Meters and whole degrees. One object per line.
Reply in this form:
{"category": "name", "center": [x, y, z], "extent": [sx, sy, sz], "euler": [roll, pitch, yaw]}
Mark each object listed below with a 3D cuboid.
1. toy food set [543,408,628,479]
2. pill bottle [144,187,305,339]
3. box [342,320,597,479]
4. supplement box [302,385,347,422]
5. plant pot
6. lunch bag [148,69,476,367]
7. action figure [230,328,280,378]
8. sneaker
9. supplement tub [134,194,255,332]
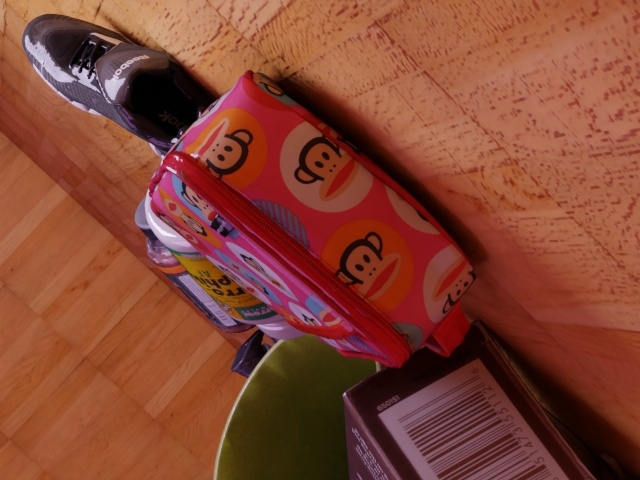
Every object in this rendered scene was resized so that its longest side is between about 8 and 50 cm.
{"category": "toy food set", "center": [0.202, 0.188, 1.365], "extent": [0.192, 0.038, 0.132], "euler": [34, 168, 43]}
{"category": "pill bottle", "center": [-0.067, 0.007, 1.411], "extent": [0.117, 0.117, 0.208], "euler": [35, 168, 39]}
{"category": "box", "center": [0.127, 0.256, 1.316], "extent": [0.191, 0.143, 0.381], "euler": [55, 163, 28]}
{"category": "supplement box", "center": [0.028, 0.153, 1.744], "extent": [0.062, 0.098, 0.036], "euler": [44, -175, -15]}
{"category": "plant pot", "center": [0.081, 0.261, 1.651], "extent": [0.294, 0.274, 0.275], "euler": [28, 179, -30]}
{"category": "lunch bag", "center": [0.000, 0.000, 1.129], "extent": [0.258, 0.120, 0.293], "euler": [39, 173, -6]}
{"category": "action figure", "center": [0.032, 0.205, 1.836], "extent": [0.285, 0.099, 0.185], "euler": [47, 127, -7]}
{"category": "sneaker", "center": [-0.167, -0.139, 1.302], "extent": [0.234, 0.078, 0.106], "euler": [36, 167, 15]}
{"category": "supplement tub", "center": [-0.137, 0.017, 1.811], "extent": [0.198, 0.106, 0.106], "euler": [49, 169, -36]}
